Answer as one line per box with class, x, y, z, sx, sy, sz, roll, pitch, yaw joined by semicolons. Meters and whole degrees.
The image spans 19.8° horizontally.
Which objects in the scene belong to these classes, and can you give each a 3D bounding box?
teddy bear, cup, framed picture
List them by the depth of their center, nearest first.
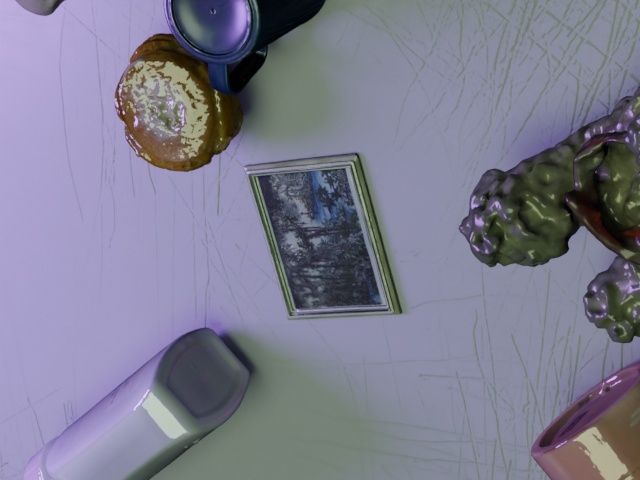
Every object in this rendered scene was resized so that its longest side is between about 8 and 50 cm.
teddy bear;0.354;0.026;1.627;0.367;0.224;0.357;55;146;-7
cup;-0.067;-0.225;1.774;0.113;0.138;0.150;-10;108;33
framed picture;0.000;0.000;1.929;0.142;0.011;0.183;-4;112;31

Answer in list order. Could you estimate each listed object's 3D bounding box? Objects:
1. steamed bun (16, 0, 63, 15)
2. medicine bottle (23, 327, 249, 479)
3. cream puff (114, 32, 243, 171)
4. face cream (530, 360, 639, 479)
steamed bun;-0.277;-0.386;1.742;0.367;0.255;0.342;42;124;3
medicine bottle;-0.215;0.222;2.067;0.296;0.161;0.111;-37;94;36
cream puff;-0.143;-0.144;1.881;0.126;0.103;0.144;-24;101;22
face cream;0.293;0.201;1.779;0.149;0.149;0.104;-37;92;37
